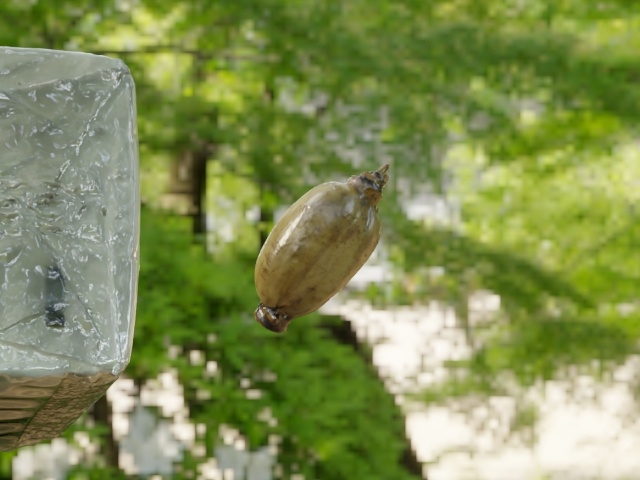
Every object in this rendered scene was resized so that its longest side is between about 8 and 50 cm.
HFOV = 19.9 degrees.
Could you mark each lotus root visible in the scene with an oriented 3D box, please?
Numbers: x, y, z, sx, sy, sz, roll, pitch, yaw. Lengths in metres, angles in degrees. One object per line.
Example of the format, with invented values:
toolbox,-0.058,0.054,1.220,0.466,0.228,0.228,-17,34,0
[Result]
lotus root,0.000,0.000,1.345,0.072,0.152,0.063,38,5,-25

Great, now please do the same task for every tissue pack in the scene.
tissue pack,-0.268,0.021,1.489,0.194,0.266,0.356,4,-17,-16
